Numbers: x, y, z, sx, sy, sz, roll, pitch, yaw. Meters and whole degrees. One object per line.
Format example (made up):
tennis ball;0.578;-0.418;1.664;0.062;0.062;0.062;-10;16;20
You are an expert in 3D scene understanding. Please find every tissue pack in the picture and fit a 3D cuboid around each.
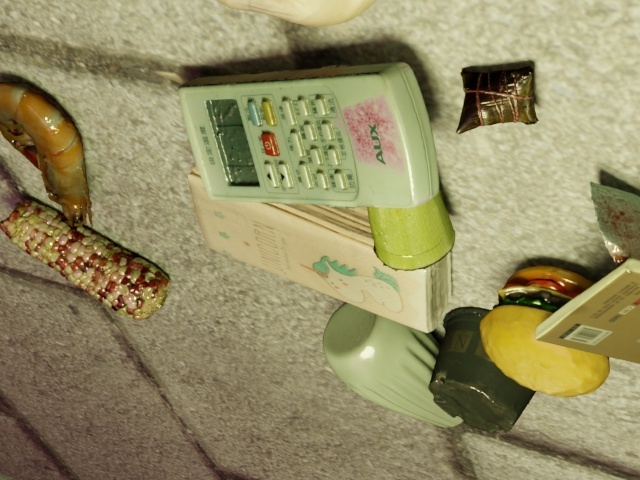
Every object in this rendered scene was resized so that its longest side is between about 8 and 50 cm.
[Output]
tissue pack;0.000;0.000;1.578;0.325;0.071;0.170;21;154;19

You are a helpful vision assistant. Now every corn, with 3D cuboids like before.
corn;-0.357;0.025;1.966;0.280;0.092;0.092;32;153;0

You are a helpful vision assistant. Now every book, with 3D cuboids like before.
book;0.399;0.093;1.284;0.310;0.021;0.217;13;156;-10

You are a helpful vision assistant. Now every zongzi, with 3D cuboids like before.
zongzi;0.157;-0.141;1.214;0.083;0.073;0.067;-18;141;3

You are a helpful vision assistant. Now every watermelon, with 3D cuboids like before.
watermelon;0.321;0.013;1.274;0.081;0.094;0.180;-1;154;39

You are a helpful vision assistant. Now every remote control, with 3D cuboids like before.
remote control;-0.020;-0.108;1.354;0.344;0.050;0.145;3;114;48

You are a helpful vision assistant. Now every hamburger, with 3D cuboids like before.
hamburger;0.260;0.102;1.447;0.162;0.115;0.162;23;150;14

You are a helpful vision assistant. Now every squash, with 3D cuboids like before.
squash;0.089;-0.069;1.366;0.094;0.094;0.224;17;143;25

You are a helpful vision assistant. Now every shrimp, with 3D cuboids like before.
shrimp;-0.383;-0.116;1.770;0.152;0.063;0.287;23;149;18

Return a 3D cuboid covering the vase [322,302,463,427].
vase;0.113;0.172;1.717;0.128;0.128;0.248;0;150;45

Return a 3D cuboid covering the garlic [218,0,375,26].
garlic;-0.038;-0.264;1.127;0.217;0.110;0.228;16;150;18

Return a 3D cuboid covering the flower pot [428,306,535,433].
flower pot;0.208;0.171;1.630;0.157;0.107;0.157;24;151;14
